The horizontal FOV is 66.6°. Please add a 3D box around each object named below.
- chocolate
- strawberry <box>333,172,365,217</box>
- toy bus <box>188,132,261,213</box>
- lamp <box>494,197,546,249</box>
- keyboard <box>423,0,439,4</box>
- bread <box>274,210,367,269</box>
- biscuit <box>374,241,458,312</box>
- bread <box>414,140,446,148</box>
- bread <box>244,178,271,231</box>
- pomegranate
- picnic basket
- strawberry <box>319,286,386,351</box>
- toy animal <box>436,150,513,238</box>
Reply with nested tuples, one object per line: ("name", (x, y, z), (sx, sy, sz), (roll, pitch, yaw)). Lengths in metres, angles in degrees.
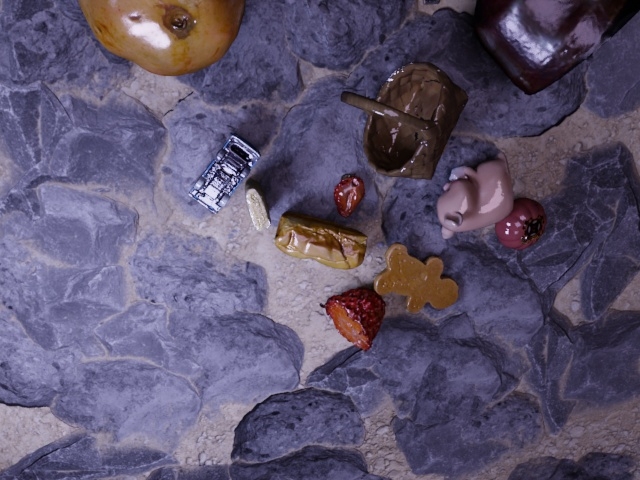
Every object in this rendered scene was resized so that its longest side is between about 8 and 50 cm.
("chocolate", (0.609, -0.637, 1.343), (0.383, 0.383, 0.331), (-43, 93, 10))
("strawberry", (0.095, -0.147, 1.598), (0.104, 0.048, 0.152), (6, 105, -4))
("toy bus", (-0.288, -0.214, 1.494), (0.116, 0.133, 0.234), (37, 107, -16))
("lamp", (0.666, -0.058, 1.640), (0.182, 0.140, 0.182), (-10, 116, -21))
("keyboard", (0.325, -0.774, 1.422), (0.053, 0.010, 0.155), (-6, 109, -4))
("bread", (0.000, 0.000, 1.575), (0.294, 0.167, 0.132), (12, 107, -9))
("biscuit", (0.342, 0.144, 1.705), (0.340, 0.047, 0.216), (19, 100, -23))
("bread", (0.345, -0.314, 1.544), (0.106, 0.082, 0.125), (20, 103, -5))
("bread", (-0.196, -0.112, 1.513), (0.060, 0.178, 0.139), (-15, 110, -4))
("pomegranate", (-0.405, -0.625, 1.228), (0.411, 0.411, 0.411), (-2, 109, -5))
("picnic basket", (0.208, -0.353, 1.384), (0.337, 0.293, 0.337), (-17, 124, -27))
("strawberry", (0.136, 0.251, 1.694), (0.178, 0.234, 0.234), (-36, 111, -24))
("toy animal", (0.491, -0.143, 1.561), (0.256, 0.195, 0.213), (-18, 76, 7))
